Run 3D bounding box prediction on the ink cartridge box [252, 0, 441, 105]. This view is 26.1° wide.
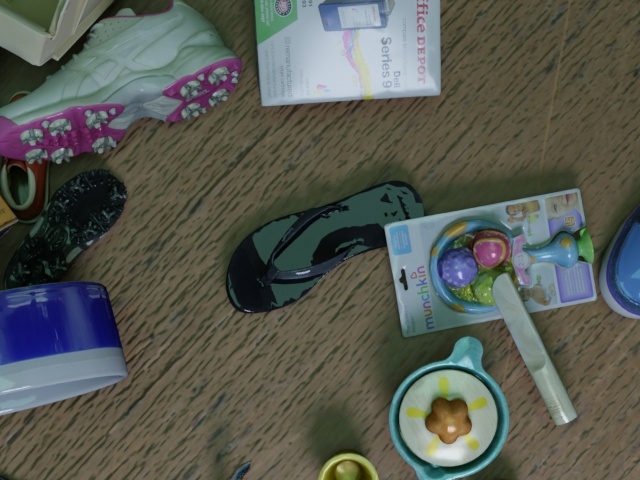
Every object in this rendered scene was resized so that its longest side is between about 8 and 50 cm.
[{"bbox_3d":[0.030,-0.245,1.591,0.212,0.093,0.154,-4,115,-4],"label":"ink cartridge box"}]

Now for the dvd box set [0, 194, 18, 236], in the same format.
[{"bbox_3d":[-0.534,-0.114,1.492,0.420,0.308,0.062,53,43,0],"label":"dvd box set"}]

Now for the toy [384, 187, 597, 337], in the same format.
[{"bbox_3d":[0.204,0.027,1.601,0.237,0.056,0.136,-11,96,-9],"label":"toy"}]

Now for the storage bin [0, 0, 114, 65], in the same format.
[{"bbox_3d":[-0.347,-0.356,1.548,0.262,0.123,0.260,30,46,1],"label":"storage bin"}]

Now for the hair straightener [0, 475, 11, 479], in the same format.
[{"bbox_3d":[-0.386,0.283,1.573,0.230,0.047,0.089,28,84,2],"label":"hair straightener"}]

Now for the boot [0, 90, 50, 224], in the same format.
[{"bbox_3d":[-0.343,-0.102,1.600,0.059,0.084,0.157,-5,82,0],"label":"boot"}]

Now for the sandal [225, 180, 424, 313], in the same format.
[{"bbox_3d":[0.000,-0.001,1.610,0.255,0.054,0.097,-29,85,-4],"label":"sandal"}]

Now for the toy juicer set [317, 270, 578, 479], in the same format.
[{"bbox_3d":[0.171,0.223,1.550,0.209,0.089,0.329,43,93,-2],"label":"toy juicer set"}]

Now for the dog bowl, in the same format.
[{"bbox_3d":[-0.347,0.126,1.483,0.265,0.265,0.104,-14,82,-3],"label":"dog bowl"}]

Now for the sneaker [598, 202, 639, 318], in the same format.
[{"bbox_3d":[0.464,-0.038,1.535,0.323,0.236,0.130,-36,86,-5],"label":"sneaker"}]

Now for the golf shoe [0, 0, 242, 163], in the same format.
[{"bbox_3d":[-0.248,-0.185,1.587,0.306,0.115,0.140,-21,72,-25],"label":"golf shoe"}]

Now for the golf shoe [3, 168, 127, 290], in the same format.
[{"bbox_3d":[-0.304,-0.004,1.597,0.077,0.094,0.198,45,58,-10],"label":"golf shoe"}]

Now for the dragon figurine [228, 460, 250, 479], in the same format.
[{"bbox_3d":[-0.086,0.399,1.548,0.144,0.085,0.289,21,84,1],"label":"dragon figurine"}]
